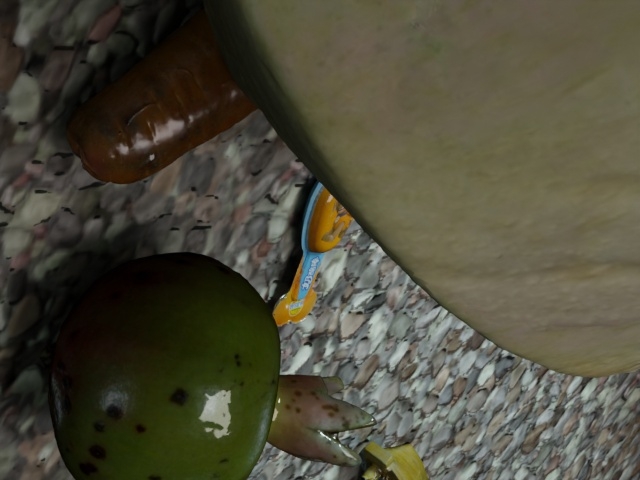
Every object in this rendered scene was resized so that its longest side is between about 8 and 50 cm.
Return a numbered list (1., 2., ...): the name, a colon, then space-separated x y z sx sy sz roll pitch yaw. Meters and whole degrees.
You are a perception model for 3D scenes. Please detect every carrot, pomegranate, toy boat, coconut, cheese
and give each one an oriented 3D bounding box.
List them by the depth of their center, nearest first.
1. coconut: 0.123 -0.148 0.758 0.415 0.415 0.344 -44 116 -20
2. carrot: -0.041 -0.086 0.887 0.186 0.060 0.060 -34 144 -25
3. pomegranate: -0.057 0.065 0.927 0.159 0.129 0.129 -12 132 -25
4. cheese: -0.001 0.000 1.065 0.047 0.017 0.111 -7 125 -49
5. toy boat: 0.045 0.184 1.278 0.049 0.047 0.149 -37 146 -29
